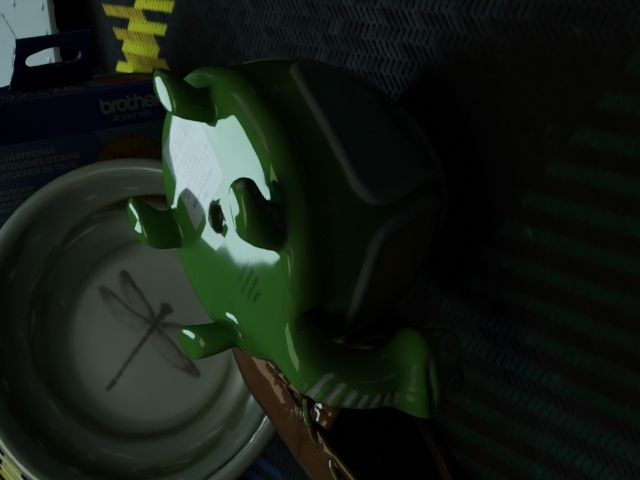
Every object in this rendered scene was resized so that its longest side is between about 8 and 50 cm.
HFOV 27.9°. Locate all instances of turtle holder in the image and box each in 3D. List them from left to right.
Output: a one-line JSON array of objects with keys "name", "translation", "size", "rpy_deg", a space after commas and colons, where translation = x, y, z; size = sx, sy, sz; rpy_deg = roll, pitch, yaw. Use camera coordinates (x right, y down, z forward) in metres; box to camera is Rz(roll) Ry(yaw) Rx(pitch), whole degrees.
[{"name": "turtle holder", "translation": [-0.001, -0.019, 1.085], "size": [0.320, 0.227, 0.243], "rpy_deg": [41, 135, 47]}]

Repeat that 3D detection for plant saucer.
[{"name": "plant saucer", "translation": [-0.203, 0.109, 1.465], "size": [0.100, 0.400, 0.400], "rpy_deg": [17, -125, -75]}]

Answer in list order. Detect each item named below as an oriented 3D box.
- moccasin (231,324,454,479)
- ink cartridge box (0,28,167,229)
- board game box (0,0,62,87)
[{"name": "moccasin", "translation": [0.026, 0.155, 1.199], "size": [0.380, 0.139, 0.147], "rpy_deg": [65, 148, 22]}, {"name": "ink cartridge box", "translation": [-0.319, -0.058, 1.599], "size": [0.151, 0.270, 0.395], "rpy_deg": [14, 114, 57]}, {"name": "board game box", "translation": [-0.451, -0.273, 1.930], "size": [0.390, 0.050, 0.390], "rpy_deg": [-9, 88, 58]}]
